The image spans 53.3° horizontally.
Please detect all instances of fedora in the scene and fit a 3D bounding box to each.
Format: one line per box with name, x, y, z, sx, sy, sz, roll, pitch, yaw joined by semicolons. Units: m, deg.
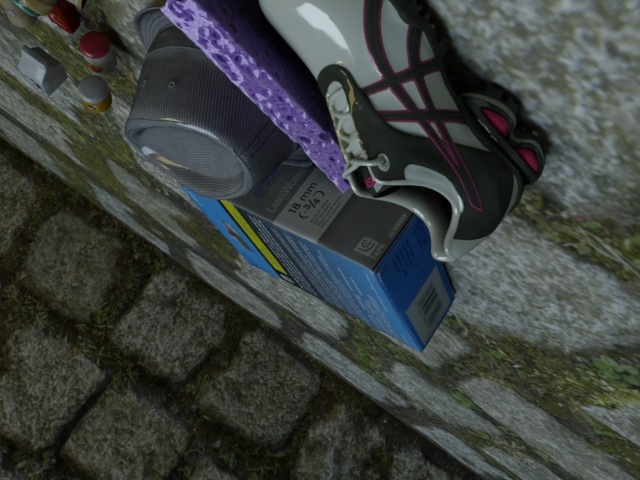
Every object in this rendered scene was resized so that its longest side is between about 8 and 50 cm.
fedora;-0.133;-0.134;0.721;0.275;0.124;0.244;19;156;35

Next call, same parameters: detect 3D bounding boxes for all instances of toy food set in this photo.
toy food set;-0.362;-0.274;0.826;0.232;0.111;0.104;37;164;3

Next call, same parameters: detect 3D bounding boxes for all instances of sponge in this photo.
sponge;-0.033;-0.146;0.543;0.031;0.117;0.210;-32;119;29

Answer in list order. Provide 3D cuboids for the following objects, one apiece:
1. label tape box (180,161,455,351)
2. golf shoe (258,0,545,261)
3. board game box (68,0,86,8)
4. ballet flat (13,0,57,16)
label tape box;0.000;0.000;0.883;0.333;0.106;0.241;25;161;33
golf shoe;0.048;-0.103;0.486;0.272;0.120;0.105;39;165;-8
board game box;-0.338;-0.343;0.628;0.243;0.042;0.165;28;167;-19
ballet flat;-0.399;-0.363;0.742;0.232;0.073;0.080;39;-163;-14
